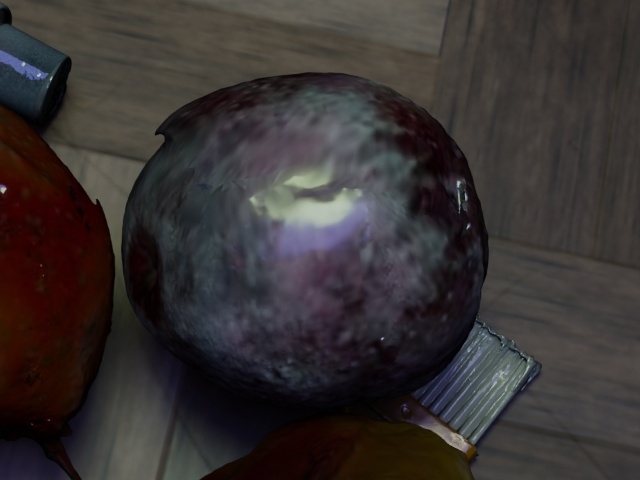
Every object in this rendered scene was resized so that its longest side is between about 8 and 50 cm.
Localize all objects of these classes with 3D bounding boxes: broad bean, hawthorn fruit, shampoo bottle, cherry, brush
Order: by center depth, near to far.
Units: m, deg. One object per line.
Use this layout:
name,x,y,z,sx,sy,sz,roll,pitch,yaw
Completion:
broad bean,-0.023,0.173,0.796,0.228,0.156,0.122,-29,114,-19
hawthorn fruit,-0.185,0.034,0.831,0.181,0.181,0.235,-38,97,-17
cherry,-0.009,0.003,0.837,0.195,0.195,0.195,2,69,-5
brush,-0.003,0.157,0.873,0.090,0.017,0.314,38,71,12
shampoo bottle,-0.249,-0.133,0.931,0.214,0.072,0.072,26,69,5
